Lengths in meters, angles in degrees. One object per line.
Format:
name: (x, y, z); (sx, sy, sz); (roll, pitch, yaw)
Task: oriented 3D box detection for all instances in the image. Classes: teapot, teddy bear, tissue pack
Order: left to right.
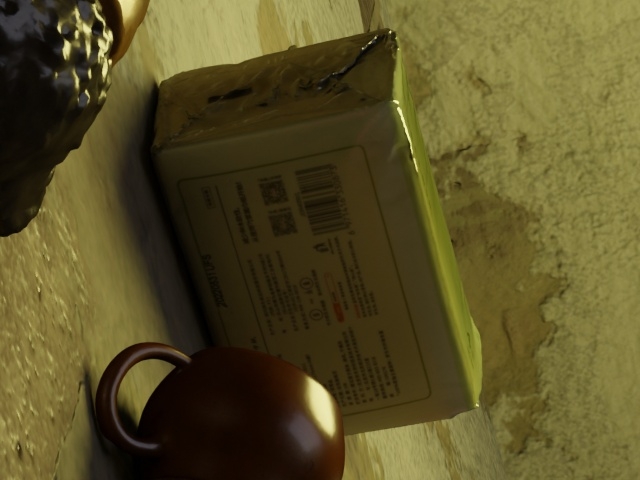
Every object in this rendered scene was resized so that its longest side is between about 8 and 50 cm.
teddy bear: (-0.123, -0.100, 0.770); (0.177, 0.140, 0.190); (72, 19, -48)
teapot: (-0.050, 0.119, 1.020); (0.173, 0.116, 0.116); (41, 28, -28)
tissue pack: (0.000, 0.000, 1.262); (0.125, 0.159, 0.234); (-86, 161, -60)
